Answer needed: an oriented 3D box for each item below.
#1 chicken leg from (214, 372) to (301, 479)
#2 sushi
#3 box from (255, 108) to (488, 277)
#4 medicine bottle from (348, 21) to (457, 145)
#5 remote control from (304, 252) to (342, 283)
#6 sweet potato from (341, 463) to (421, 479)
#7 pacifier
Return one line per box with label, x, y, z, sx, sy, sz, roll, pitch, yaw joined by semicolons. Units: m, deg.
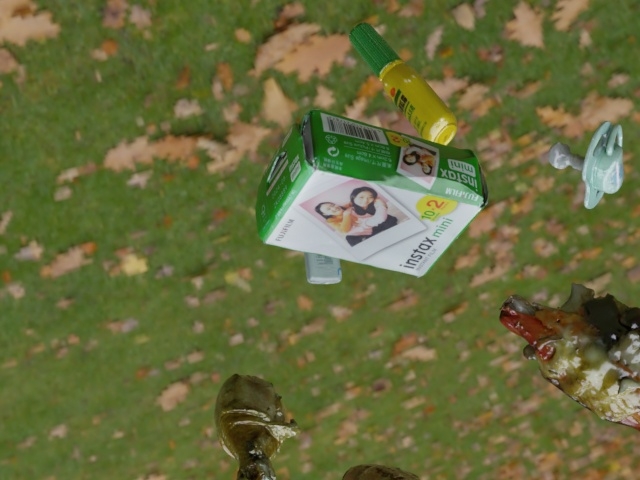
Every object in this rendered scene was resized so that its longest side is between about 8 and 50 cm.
chicken leg;-0.082;0.258;1.590;0.103;0.228;0.088;33;105;-28
sushi;0.271;0.110;1.126;0.103;0.226;0.097;-57;171;-11
box;0.060;-0.056;1.485;0.250;0.103;0.180;13;141;-20
medicine bottle;0.139;-0.272;2.083;0.064;0.260;0.095;-33;159;-9
remote control;0.000;0.000;1.691;0.053;0.125;0.018;-1;163;-19
sweet potato;0.086;0.259;1.006;0.106;0.095;0.354;9;-174;-8
pacifier;0.404;-0.125;1.843;0.127;0.116;0.150;-58;149;-18
